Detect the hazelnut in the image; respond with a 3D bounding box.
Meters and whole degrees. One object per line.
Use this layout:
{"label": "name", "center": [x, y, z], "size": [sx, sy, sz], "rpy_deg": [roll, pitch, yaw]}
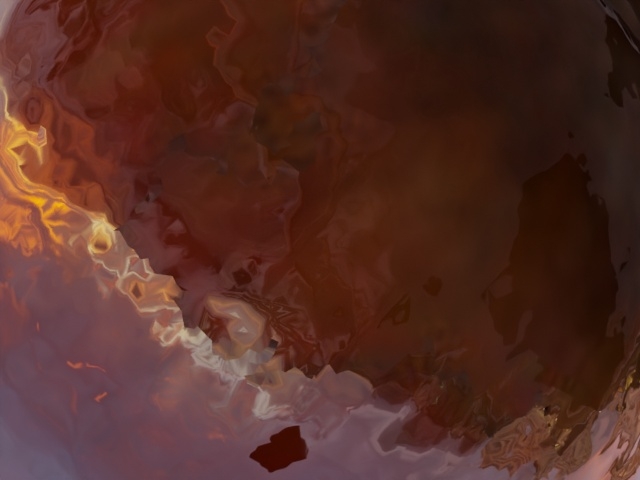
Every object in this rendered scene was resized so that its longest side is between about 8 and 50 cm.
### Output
{"label": "hazelnut", "center": [0.000, 0.000, 0.632], "size": [0.359, 0.359, 0.409], "rpy_deg": [42, 169, 26]}
